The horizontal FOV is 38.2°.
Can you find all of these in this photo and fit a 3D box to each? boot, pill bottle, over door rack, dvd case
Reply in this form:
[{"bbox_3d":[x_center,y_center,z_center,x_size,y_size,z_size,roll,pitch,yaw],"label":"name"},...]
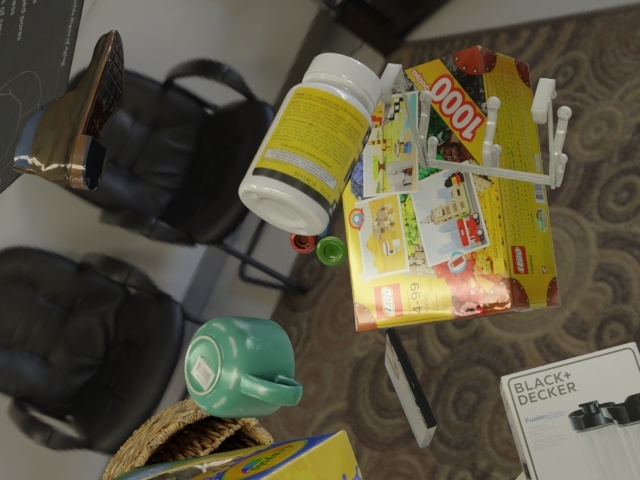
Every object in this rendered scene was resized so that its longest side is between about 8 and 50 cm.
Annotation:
[{"bbox_3d":[-0.319,-0.173,1.174,0.106,0.082,0.219,6,71,9],"label":"boot"},{"bbox_3d":[-0.007,-0.121,1.149,0.119,0.119,0.208,-3,57,55],"label":"pill bottle"},{"bbox_3d":[0.246,-0.184,1.387,0.240,0.324,0.108,10,77,20],"label":"over door rack"},{"bbox_3d":[0.155,0.266,1.638,0.022,0.253,0.180,-22,70,-4],"label":"dvd case"}]

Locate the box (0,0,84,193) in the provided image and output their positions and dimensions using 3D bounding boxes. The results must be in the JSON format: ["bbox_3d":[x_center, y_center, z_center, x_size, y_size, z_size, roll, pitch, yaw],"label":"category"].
[{"bbox_3d":[-0.588,-0.276,1.342,0.479,0.297,0.471,-66,-4,37],"label":"box"}]

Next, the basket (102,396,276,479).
[{"bbox_3d":[-0.234,0.441,1.749,0.299,0.213,0.223,-36,25,-23],"label":"basket"}]

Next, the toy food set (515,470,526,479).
[{"bbox_3d":[0.393,0.383,1.403,0.128,0.071,0.218,-37,46,-16],"label":"toy food set"}]

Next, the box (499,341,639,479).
[{"bbox_3d":[0.329,0.282,1.080,0.169,0.087,0.289,-15,70,7],"label":"box"}]

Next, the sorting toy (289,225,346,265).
[{"bbox_3d":[0.000,0.000,1.555,0.042,0.102,0.061,-51,-20,-70],"label":"sorting toy"}]

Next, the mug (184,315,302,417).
[{"bbox_3d":[-0.102,0.156,1.161,0.158,0.097,0.129,-25,65,42],"label":"mug"}]

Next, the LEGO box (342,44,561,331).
[{"bbox_3d":[0.242,-0.087,1.854,0.373,0.193,0.500,-13,79,40],"label":"LEGO box"}]

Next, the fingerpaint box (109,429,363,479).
[{"bbox_3d":[-0.214,0.351,0.890,0.371,0.445,0.163,-20,89,41],"label":"fingerpaint box"}]
